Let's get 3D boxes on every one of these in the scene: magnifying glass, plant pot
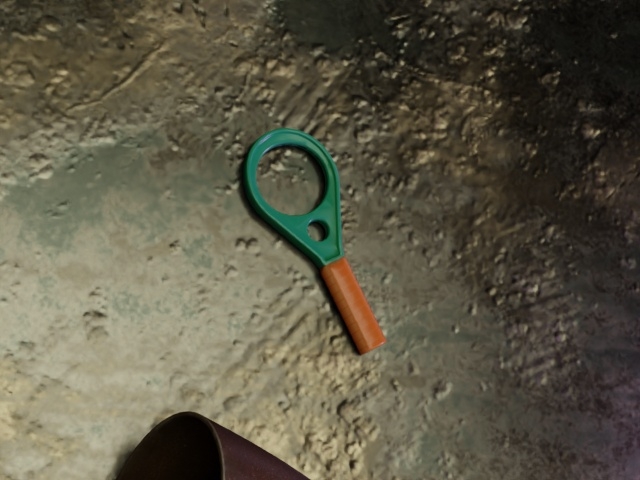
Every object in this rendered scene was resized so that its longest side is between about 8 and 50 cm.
[{"bbox_3d":[0.000,0.000,1.454,0.092,0.026,0.231,-25,84,-22],"label":"magnifying glass"},{"bbox_3d":[-0.047,0.282,1.291,0.230,0.215,0.215,24,70,-29],"label":"plant pot"}]
